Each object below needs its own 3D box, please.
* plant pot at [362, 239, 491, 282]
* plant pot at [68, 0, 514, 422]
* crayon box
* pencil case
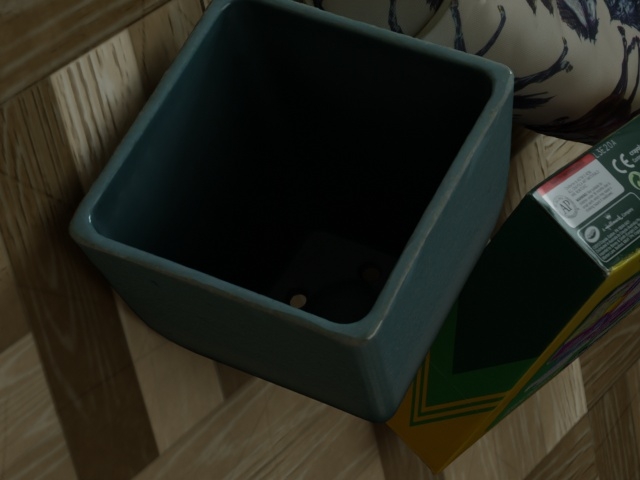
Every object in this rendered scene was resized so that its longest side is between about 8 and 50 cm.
[{"bbox_3d":[0.064,0.004,1.672,0.096,0.109,0.109,-57,139,-7],"label":"plant pot"},{"bbox_3d":[0.000,0.000,1.483,0.247,0.248,0.252,-60,156,-23],"label":"plant pot"},{"bbox_3d":[0.241,0.015,1.753,0.363,0.106,0.313,-32,164,-43],"label":"crayon box"},{"bbox_3d":[0.155,-0.201,1.691,0.410,0.160,0.183,12,63,-52],"label":"pencil case"}]
